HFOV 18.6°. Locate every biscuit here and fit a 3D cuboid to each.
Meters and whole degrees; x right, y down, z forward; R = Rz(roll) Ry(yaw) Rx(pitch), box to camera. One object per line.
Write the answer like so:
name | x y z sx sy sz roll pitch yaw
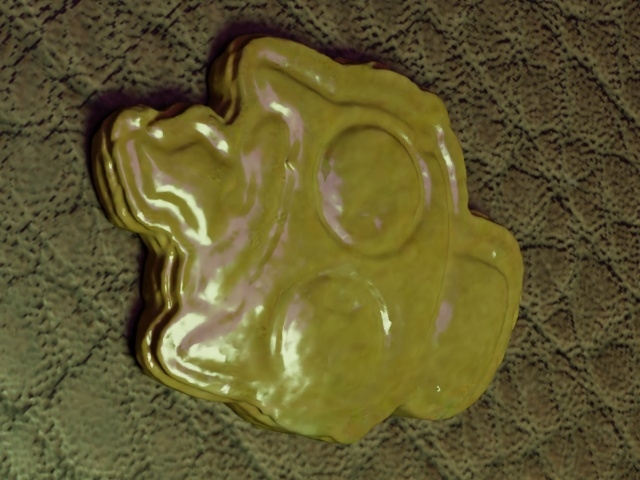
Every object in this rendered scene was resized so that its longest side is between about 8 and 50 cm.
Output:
biscuit | 0.003 0.000 1.346 0.376 0.051 0.269 25 77 -35
